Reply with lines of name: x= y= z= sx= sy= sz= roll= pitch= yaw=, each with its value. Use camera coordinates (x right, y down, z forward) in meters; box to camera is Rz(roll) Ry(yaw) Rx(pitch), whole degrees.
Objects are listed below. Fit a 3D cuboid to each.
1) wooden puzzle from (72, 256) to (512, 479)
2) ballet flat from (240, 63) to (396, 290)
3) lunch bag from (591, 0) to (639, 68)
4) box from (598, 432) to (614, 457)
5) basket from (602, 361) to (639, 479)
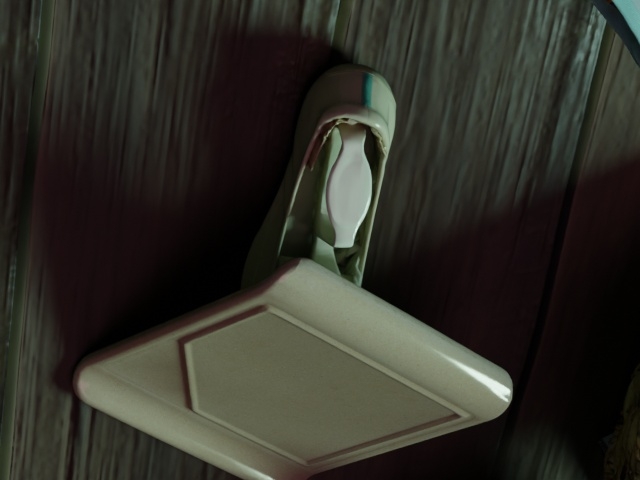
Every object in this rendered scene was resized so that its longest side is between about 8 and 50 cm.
wooden puzzle: x=-0.021 y=0.095 z=1.366 sx=0.221 sy=0.044 sz=0.239 roll=30 pitch=139 yaw=-33
ballet flat: x=0.000 y=0.000 z=1.332 sx=0.086 sy=0.086 sz=0.248 roll=0 pitch=122 yaw=-20
lunch bag: x=0.238 y=-0.241 z=1.215 sx=0.223 sy=0.160 sz=0.262 roll=-39 pitch=121 yaw=7
box: x=0.341 y=0.196 z=1.608 sx=0.191 sy=0.045 sz=0.184 roll=-25 pitch=124 yaw=-2
basket: x=0.336 y=0.138 z=1.457 sx=0.299 sy=0.213 sz=0.223 roll=-56 pitch=170 yaw=-17
